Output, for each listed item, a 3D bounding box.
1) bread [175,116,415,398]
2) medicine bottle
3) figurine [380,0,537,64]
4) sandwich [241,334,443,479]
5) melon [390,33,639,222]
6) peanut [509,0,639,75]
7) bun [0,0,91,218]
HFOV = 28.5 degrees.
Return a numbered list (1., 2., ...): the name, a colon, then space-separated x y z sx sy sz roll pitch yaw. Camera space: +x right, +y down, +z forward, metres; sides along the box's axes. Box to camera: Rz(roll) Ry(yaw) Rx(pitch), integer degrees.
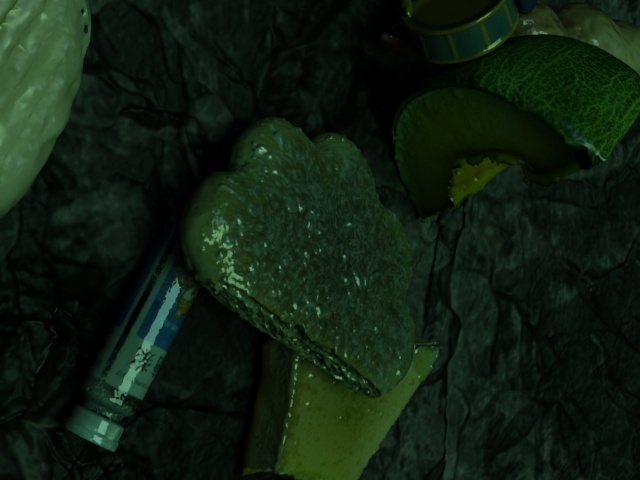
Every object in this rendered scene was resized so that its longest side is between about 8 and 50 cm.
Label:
1. bread: 0.000 0.000 1.055 0.286 0.056 0.207 35 55 -42
2. medicine bottle: -0.140 0.071 0.998 0.051 0.051 0.191 35 78 -41
3. figurine: 0.082 -0.282 1.032 0.161 0.158 0.275 -24 126 9
4. sandwich: 0.019 0.165 1.162 0.193 0.058 0.162 2 101 -44
5. melon: 0.173 -0.127 1.119 0.169 0.265 0.129 -41 99 -26
6. peanut: 0.243 -0.186 1.252 0.228 0.086 0.104 -1 98 -39
7. bun: -0.310 -0.129 0.694 0.360 0.211 0.359 -24 122 -47
